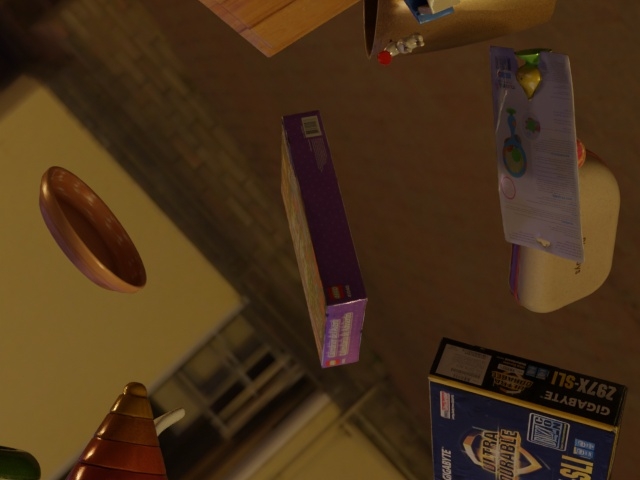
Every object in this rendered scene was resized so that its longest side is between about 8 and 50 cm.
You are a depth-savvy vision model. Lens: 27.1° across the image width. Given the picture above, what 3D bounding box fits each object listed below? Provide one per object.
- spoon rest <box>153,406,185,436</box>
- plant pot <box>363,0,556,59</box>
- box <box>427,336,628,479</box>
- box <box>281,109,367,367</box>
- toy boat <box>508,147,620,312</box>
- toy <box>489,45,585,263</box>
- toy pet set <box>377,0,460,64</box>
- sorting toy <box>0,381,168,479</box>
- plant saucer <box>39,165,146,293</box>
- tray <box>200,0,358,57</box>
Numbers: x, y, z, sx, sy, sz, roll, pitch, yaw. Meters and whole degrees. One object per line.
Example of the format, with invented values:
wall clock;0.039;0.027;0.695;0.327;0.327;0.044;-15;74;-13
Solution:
spoon rest;-0.161;0.346;1.610;0.137;0.084;0.276;-33;76;51
plant pot;0.196;-0.369;1.855;0.237;0.254;0.237;-179;90;-88
box;0.285;0.277;1.865;0.257;0.079;0.322;13;147;15
box;0.000;0.000;1.804;0.201;0.057;0.293;93;166;-61
toy boat;0.296;-0.030;1.743;0.151;0.151;0.231;47;150;42
toy;0.260;-0.105;1.509;0.137;0.056;0.237;20;126;56
toy pet set;0.082;-0.261;1.406;0.065;0.114;0.122;28;139;68
sorting toy;-0.329;0.194;1.424;0.366;0.126;0.127;12;172;-16
plant saucer;-0.305;-0.008;1.748;0.200;0.037;0.200;53;-172;-11
tray;0.043;-0.390;1.597;0.203;0.411;0.076;33;-148;-53
